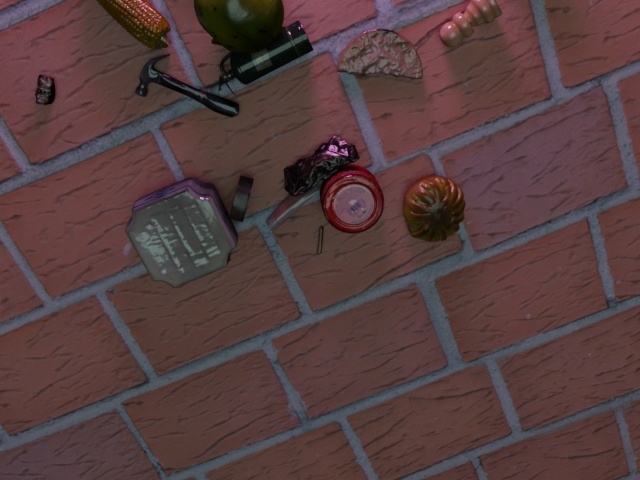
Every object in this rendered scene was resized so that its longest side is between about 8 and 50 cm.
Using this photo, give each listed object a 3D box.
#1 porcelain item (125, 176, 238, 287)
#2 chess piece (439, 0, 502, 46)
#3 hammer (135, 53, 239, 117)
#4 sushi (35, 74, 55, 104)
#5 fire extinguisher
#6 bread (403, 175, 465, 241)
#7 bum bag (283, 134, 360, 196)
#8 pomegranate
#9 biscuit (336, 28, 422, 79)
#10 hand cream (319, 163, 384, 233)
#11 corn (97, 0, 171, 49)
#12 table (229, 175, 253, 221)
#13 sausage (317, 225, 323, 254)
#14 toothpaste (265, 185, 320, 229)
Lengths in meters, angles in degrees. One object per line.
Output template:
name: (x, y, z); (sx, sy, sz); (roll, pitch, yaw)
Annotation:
porcelain item: (-0.407, -0.026, 1.844); (0.281, 0.157, 0.286); (-24, 111, 3)
chess piece: (0.406, -0.612, 1.723); (0.170, 0.094, 0.094); (-36, 111, 18)
hammer: (-0.363, -0.425, 1.751); (0.289, 0.037, 0.137); (20, 110, -12)
sushi: (-0.760, -0.414, 1.717); (0.045, 0.044, 0.083); (12, 112, -8)
fire extinguisher: (-0.170, -0.500, 1.711); (0.294, 0.093, 0.118); (-25, 93, 6)
bread: (0.355, -0.093, 1.914); (0.213, 0.105, 0.214); (-2, 110, -7)
bum bag: (-0.007, -0.223, 1.838); (0.247, 0.102, 0.069); (-29, 142, 6)
pomegranate: (-0.188, -0.632, 1.591); (0.235, 0.236, 0.302); (29, 87, -15)
biscuit: (0.175, -0.530, 1.757); (0.249, 0.032, 0.133); (3, 112, -6)
hand cream: (0.093, -0.125, 1.866); (0.192, 0.125, 0.193); (-1, 111, -2)
corn: (-0.503, -0.608, 1.636); (0.261, 0.097, 0.097); (41, 103, -14)
table: (-0.234, -0.123, 1.832); (0.043, 0.133, 0.134); (14, 110, -8)
sausage: (0.000, 0.000, 1.966); (0.015, 0.015, 0.100); (2, 112, -6)
toothpaste: (-0.089, -0.112, 1.899); (0.194, 0.043, 0.067); (-44, 74, 12)
